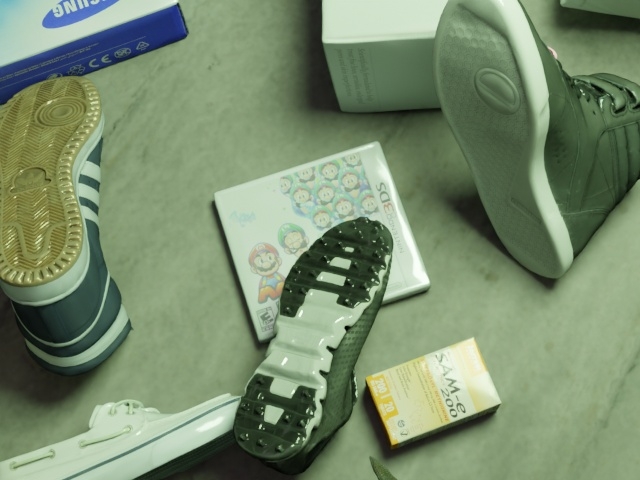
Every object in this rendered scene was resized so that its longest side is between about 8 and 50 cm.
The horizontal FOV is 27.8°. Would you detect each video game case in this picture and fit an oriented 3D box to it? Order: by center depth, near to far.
[{"bbox_3d":[0.000,0.000,1.135,0.157,0.019,0.143,-18,73,-2],"label":"video game case"}]

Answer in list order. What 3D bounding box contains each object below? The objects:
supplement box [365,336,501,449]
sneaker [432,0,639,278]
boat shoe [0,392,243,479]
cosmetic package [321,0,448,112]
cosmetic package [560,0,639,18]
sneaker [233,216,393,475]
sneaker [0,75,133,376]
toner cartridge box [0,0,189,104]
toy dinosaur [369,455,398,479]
[{"bbox_3d":[0.094,0.128,1.082,0.098,0.036,0.062,-21,74,-4],"label":"supplement box"},{"bbox_3d":[0.187,-0.118,1.050,0.104,0.296,0.147,25,61,41],"label":"sneaker"},{"bbox_3d":[-0.165,0.166,1.058,0.226,0.083,0.076,-25,74,-4],"label":"boat shoe"},{"bbox_3d":[0.082,-0.226,1.128,0.151,0.151,0.184,-2,72,7],"label":"cosmetic package"},{"bbox_3d":[0.339,-0.393,1.152,0.217,0.156,0.385,6,74,-10],"label":"cosmetic package"},{"bbox_3d":[0.001,0.091,1.069,0.078,0.106,0.234,15,63,20],"label":"sneaker"},{"bbox_3d":[-0.222,-0.011,1.120,0.099,0.153,0.282,-10,42,2],"label":"sneaker"},{"bbox_3d":[-0.313,-0.212,1.187,0.348,0.075,0.165,-21,74,-4],"label":"toner cartridge box"},{"bbox_3d":[0.139,0.299,1.002,0.160,0.121,0.313,-24,62,-29],"label":"toy dinosaur"}]
